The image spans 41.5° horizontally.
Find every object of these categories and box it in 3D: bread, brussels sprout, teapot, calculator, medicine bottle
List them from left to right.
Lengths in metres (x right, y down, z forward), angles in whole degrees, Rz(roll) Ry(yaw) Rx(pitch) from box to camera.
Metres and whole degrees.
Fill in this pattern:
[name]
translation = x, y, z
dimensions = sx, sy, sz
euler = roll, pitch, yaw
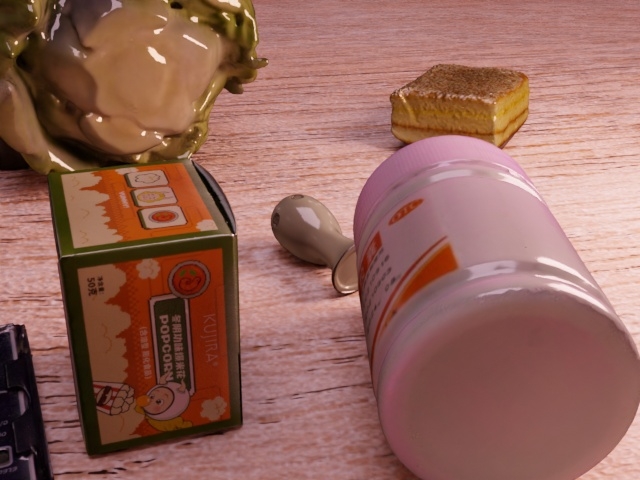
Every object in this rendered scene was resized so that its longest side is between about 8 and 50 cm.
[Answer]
[calculator]
translation = -0.324, 0.157, 0.721
dimensions = 0.166, 0.028, 0.274
euler = -10, 29, -20
[teapot]
translation = -0.471, -0.148, 1.271
dimensions = 0.076, 0.068, 0.121
euler = 16, 31, 27
[brussels sprout]
translation = -0.320, -0.294, 1.272
dimensions = 0.426, 0.342, 0.361
euler = -12, 27, -28
[bread]
translation = 0.237, -0.216, 1.397
dimensions = 0.184, 0.110, 0.234
euler = 11, 26, 25
[medicine bottle]
translation = 0.136, 0.051, 0.758
dimensions = 0.202, 0.202, 0.316
euler = 0, 27, -2

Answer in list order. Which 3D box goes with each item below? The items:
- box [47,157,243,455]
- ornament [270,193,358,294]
[box]
translation = -0.154, 0.051, 0.754
dimensions = 0.148, 0.194, 0.177
euler = -8, 28, -18
[ornament]
translation = 0.000, 0.000, 1.002
dimensions = 0.075, 0.081, 0.156
euler = -47, 44, -8
